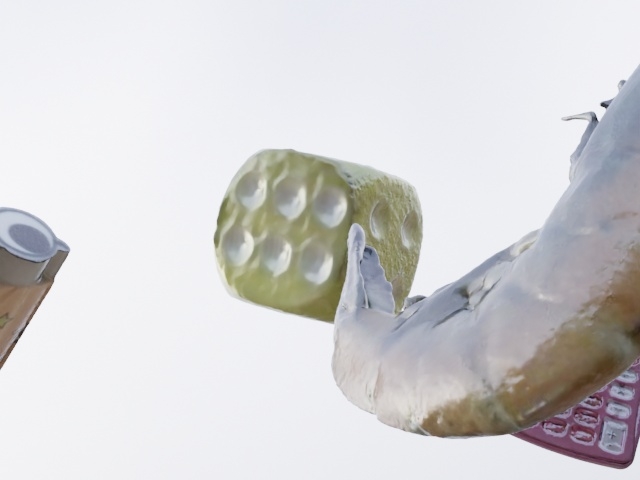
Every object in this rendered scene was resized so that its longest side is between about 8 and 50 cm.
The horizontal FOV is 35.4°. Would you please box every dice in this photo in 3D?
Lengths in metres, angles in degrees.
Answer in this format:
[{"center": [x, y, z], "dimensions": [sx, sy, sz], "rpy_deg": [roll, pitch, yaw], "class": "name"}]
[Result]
[{"center": [0.000, 0.000, 1.073], "dimensions": [0.169, 0.169, 0.166], "rpy_deg": [17, -95, -59], "class": "dice"}]

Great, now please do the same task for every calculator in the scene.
[{"center": [0.243, 0.112, 0.932], "dimensions": [0.127, 0.190, 0.034], "rpy_deg": [17, -28, 9], "class": "calculator"}]

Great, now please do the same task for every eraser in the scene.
[{"center": [-0.395, 0.093, 1.020], "dimensions": [0.171, 0.087, 0.290], "rpy_deg": [5, -51, -49], "class": "eraser"}]

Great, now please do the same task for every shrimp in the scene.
[{"center": [0.089, -0.033, 0.420], "dimensions": [0.051, 0.198, 0.262], "rpy_deg": [45, -112, -25], "class": "shrimp"}]
